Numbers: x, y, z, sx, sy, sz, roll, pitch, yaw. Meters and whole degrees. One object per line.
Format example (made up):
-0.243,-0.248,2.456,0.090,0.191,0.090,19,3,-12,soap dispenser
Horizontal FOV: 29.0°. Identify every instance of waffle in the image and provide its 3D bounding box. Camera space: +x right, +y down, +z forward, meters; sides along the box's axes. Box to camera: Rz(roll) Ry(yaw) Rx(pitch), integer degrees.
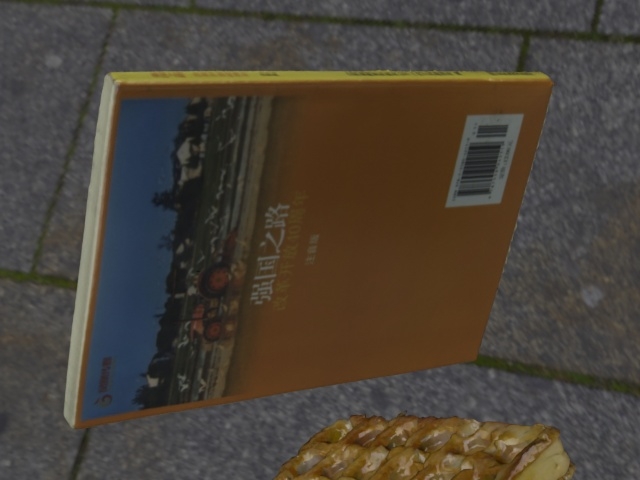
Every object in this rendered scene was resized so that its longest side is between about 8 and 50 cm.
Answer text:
0.026,0.114,0.500,0.102,0.042,0.148,-39,16,-30,waffle

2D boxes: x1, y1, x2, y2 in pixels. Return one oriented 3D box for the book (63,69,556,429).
0.000,0.000,0.920,0.028,0.374,0.262,42,128,47,book
